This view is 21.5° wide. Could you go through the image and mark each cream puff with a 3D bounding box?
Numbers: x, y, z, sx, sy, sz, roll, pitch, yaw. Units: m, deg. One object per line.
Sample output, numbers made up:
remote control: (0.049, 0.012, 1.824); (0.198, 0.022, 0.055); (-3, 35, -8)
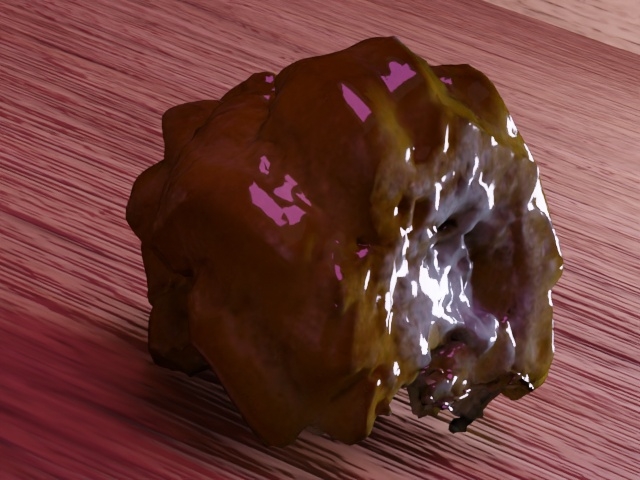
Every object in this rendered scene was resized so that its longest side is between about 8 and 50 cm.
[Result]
cream puff: (0.001, -0.006, 0.783); (0.194, 0.195, 0.221); (30, 16, 36)
